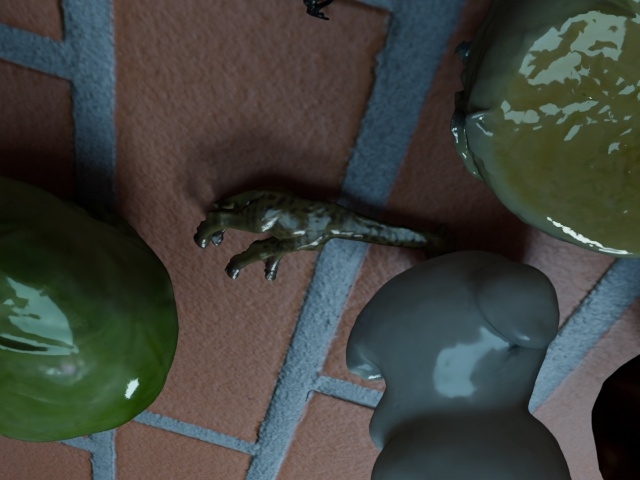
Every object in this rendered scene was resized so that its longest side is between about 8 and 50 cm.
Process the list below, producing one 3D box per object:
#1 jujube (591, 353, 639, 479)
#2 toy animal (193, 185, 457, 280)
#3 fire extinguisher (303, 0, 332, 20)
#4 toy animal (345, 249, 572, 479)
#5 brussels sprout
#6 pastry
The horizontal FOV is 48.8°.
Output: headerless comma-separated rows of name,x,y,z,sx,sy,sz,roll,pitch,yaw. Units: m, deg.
jujube,0.457,0.230,0.698,0.376,0.259,0.258,17,137,-9
toy animal,-0.003,-0.007,0.730,0.275,0.054,0.149,-8,134,22
fire extinguisher,0.000,-0.238,0.508,0.048,0.035,0.173,13,133,-2
toy animal,0.157,0.196,0.650,0.196,0.368,0.241,0,155,-17
brussels sprout,-0.306,0.078,0.771,0.327,0.247,0.328,5,120,10
pastry,0.225,-0.108,0.503,0.264,0.133,0.265,8,135,8
